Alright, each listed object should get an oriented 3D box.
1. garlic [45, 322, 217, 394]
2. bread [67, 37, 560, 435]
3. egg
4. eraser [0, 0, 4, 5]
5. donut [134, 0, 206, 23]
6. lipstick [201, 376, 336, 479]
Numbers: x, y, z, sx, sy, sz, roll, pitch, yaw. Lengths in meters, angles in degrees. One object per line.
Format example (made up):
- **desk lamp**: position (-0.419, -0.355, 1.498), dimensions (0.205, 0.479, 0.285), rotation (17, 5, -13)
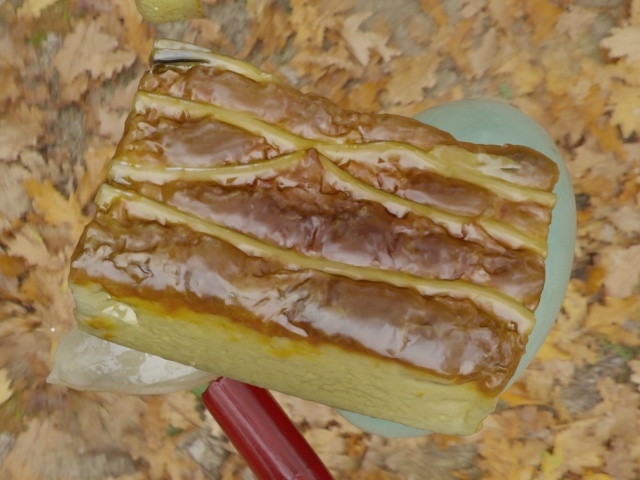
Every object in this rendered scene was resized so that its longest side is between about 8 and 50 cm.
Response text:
- **garlic**: position (-0.202, 0.117, 1.548), dimensions (0.245, 0.164, 0.145), rotation (-17, 87, -29)
- **bread**: position (0.000, 0.000, 0.809), dimensions (0.274, 0.114, 0.185), rotation (17, 63, -2)
- **egg**: position (0.128, 0.032, 1.408), dimensions (0.276, 0.276, 0.389), rotation (26, 94, -9)
- **eraser**: position (-0.342, -0.205, 0.656), dimensions (0.331, 0.331, 0.150), rotation (44, 115, -6)
- **donut**: position (-0.167, -0.297, 1.253), dimensions (0.074, 0.174, 0.190), rotation (-14, 76, -3)
- **lipstick**: position (-0.022, 0.258, 1.360), dimensions (0.073, 0.073, 0.280), rotation (-35, 73, -12)
